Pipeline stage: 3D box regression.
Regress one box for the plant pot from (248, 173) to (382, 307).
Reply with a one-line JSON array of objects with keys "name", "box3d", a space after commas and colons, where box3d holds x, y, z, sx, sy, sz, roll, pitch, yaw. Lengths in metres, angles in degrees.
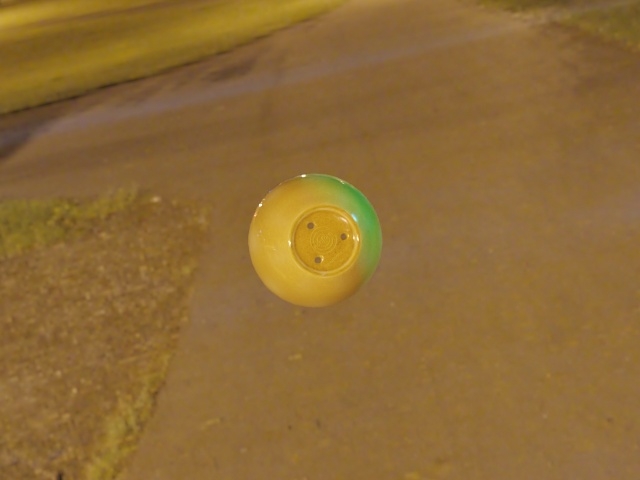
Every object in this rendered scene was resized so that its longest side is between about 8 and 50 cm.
[{"name": "plant pot", "box3d": [0.000, 0.000, 1.086, 0.134, 0.134, 0.095, -14, 1, -6]}]
